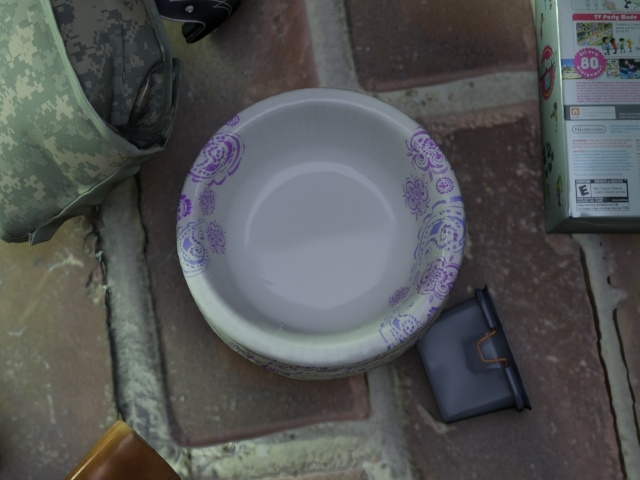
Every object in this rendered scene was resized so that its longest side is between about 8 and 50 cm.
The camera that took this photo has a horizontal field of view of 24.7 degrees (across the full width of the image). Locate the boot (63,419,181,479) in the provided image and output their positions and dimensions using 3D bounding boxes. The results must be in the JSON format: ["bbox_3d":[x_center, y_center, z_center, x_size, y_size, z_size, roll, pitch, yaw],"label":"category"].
[{"bbox_3d":[-0.211,0.356,1.404,0.280,0.096,0.264,-40,95,-30],"label":"boot"}]

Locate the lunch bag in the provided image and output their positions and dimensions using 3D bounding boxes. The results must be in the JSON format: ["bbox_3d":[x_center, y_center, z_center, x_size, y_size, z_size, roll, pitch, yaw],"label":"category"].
[{"bbox_3d":[-0.269,-0.160,1.450,0.169,0.235,0.287,-11,76,-49],"label":"lunch bag"}]

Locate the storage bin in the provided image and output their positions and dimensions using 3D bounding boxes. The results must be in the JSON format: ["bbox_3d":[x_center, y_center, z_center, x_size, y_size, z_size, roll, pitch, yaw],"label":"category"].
[{"bbox_3d":[0.152,0.124,1.501,0.091,0.098,0.135,-21,80,3],"label":"storage bin"}]

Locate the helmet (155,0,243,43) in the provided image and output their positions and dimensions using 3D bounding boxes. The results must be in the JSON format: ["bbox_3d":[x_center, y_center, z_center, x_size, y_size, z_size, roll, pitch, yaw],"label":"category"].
[{"bbox_3d":[-0.142,-0.299,1.535,0.169,0.161,0.169,1,78,-3],"label":"helmet"}]

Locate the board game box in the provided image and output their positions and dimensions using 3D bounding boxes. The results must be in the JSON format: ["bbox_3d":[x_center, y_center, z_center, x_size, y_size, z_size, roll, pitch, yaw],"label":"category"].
[{"bbox_3d":[0.353,-0.163,1.571,0.224,0.097,0.303,0,79,-5],"label":"board game box"}]

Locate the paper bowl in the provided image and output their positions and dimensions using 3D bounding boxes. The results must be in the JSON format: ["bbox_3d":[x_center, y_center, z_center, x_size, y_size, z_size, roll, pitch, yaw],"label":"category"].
[{"bbox_3d":[0.000,0.000,1.481,0.284,0.148,0.284,0,76,-1],"label":"paper bowl"}]
